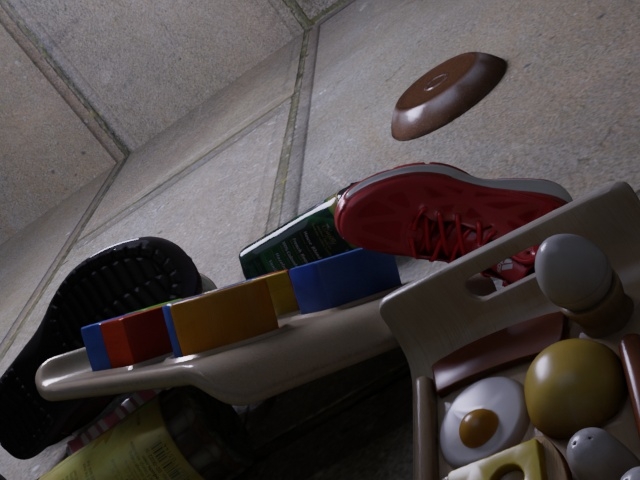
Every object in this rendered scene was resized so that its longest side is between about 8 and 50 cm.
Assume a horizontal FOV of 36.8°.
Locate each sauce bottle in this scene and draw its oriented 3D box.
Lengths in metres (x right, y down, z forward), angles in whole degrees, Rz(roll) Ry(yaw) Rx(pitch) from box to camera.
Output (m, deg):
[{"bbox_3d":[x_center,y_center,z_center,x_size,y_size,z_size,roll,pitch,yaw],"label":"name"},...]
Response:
[{"bbox_3d":[-0.228,0.261,0.910,0.344,0.111,0.111,-34,19,5],"label":"sauce bottle"}]

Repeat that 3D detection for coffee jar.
[{"bbox_3d":[0.000,0.000,1.147,0.184,0.079,0.096,-31,-3,20],"label":"coffee jar"}]

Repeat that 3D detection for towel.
[{"bbox_3d":[-0.209,0.206,1.132,0.197,0.029,0.144,-42,20,-13],"label":"towel"}]

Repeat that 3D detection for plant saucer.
[{"bbox_3d":[0.180,-0.223,1.427,0.199,0.036,0.198,-32,20,13],"label":"plant saucer"}]

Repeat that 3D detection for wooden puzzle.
[{"bbox_3d":[-0.063,0.070,0.907,0.322,0.080,0.348,-15,4,-39],"label":"wooden puzzle"}]

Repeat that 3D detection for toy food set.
[{"bbox_3d":[0.129,0.106,0.617,0.220,0.092,0.306,-29,30,25],"label":"toy food set"}]

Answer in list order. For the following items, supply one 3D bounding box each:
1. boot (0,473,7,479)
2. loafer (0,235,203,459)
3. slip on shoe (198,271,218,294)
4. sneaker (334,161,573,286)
[{"bbox_3d":[-0.439,0.356,1.133,0.137,0.077,0.198,-41,18,5],"label":"boot"},{"bbox_3d":[-0.264,0.120,1.165,0.366,0.133,0.130,-41,-13,26],"label":"loafer"},{"bbox_3d":[-0.265,0.128,1.289,0.331,0.123,0.101,-34,15,25],"label":"slip on shoe"},{"bbox_3d":[0.126,-0.006,0.830,0.221,0.087,0.128,-4,27,-3],"label":"sneaker"}]
